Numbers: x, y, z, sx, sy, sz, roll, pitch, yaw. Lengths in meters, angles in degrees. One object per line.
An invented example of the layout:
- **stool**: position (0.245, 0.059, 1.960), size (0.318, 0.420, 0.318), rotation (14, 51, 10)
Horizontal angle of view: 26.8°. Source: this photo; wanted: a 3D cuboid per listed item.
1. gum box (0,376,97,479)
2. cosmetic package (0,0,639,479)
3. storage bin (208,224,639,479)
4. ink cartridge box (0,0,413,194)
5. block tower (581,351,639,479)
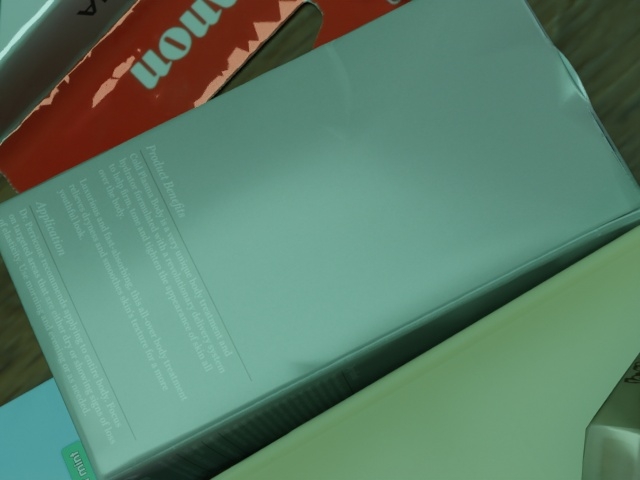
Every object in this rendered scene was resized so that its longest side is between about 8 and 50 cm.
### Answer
- **gum box**: position (-0.135, 0.160, 0.615), size (0.184, 0.041, 0.157), rotation (-29, 72, 7)
- **cosmetic package**: position (0.000, 0.000, 0.558), size (0.238, 0.107, 0.127), rotation (-24, 74, -4)
- **storage bin**: position (0.122, 0.145, 0.503), size (0.262, 0.123, 0.260), rotation (-31, 72, 7)
- **ink cartridge box**: position (-0.091, -0.144, 0.661), size (0.275, 0.060, 0.239), rotation (-46, 69, 2)
- **block tower**: position (0.239, 0.075, 0.331), size (0.335, 0.097, 0.091), rotation (7, 109, 25)
